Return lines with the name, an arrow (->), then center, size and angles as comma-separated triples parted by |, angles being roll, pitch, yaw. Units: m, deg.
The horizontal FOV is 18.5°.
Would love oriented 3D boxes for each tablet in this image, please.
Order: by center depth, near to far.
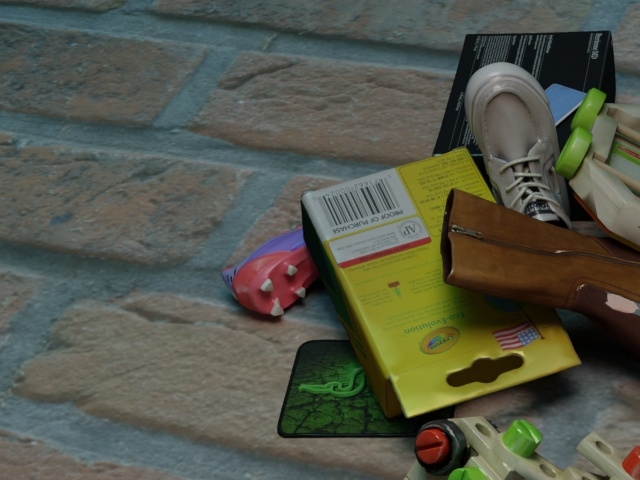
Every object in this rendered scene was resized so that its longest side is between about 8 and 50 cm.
tablet -> 0.268, -0.154, 2.285 | 0.054, 0.006, 0.083 | 23, 48, 37

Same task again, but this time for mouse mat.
mouse mat -> 0.055, 0.157, 2.111 | 0.190, 0.007, 0.152 | -1, 39, 13

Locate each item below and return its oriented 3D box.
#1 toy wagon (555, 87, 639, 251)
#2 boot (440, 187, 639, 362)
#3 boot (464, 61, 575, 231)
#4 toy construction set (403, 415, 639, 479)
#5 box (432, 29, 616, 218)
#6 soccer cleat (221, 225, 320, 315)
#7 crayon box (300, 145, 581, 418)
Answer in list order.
toy wagon -> 0.399, -0.074, 2.172 | 0.267, 0.068, 0.344 | 28, 29, 1
boot -> 0.261, 0.060, 1.991 | 0.280, 0.096, 0.264 | 17, 39, -15
boot -> 0.232, -0.067, 2.144 | 0.095, 0.258, 0.123 | -22, 40, 7
toy construction set -> 0.146, 0.277, 1.688 | 0.327, 0.151, 0.215 | -49, 59, 10
box -> 0.250, -0.141, 2.359 | 0.184, 0.103, 0.261 | -1, 38, 17
soccer cleat -> 0.000, 0.000, 2.270 | 0.248, 0.083, 0.095 | -34, 38, -22
crayon box -> 0.123, 0.059, 2.109 | 0.202, 0.081, 0.318 | -16, 52, -11
